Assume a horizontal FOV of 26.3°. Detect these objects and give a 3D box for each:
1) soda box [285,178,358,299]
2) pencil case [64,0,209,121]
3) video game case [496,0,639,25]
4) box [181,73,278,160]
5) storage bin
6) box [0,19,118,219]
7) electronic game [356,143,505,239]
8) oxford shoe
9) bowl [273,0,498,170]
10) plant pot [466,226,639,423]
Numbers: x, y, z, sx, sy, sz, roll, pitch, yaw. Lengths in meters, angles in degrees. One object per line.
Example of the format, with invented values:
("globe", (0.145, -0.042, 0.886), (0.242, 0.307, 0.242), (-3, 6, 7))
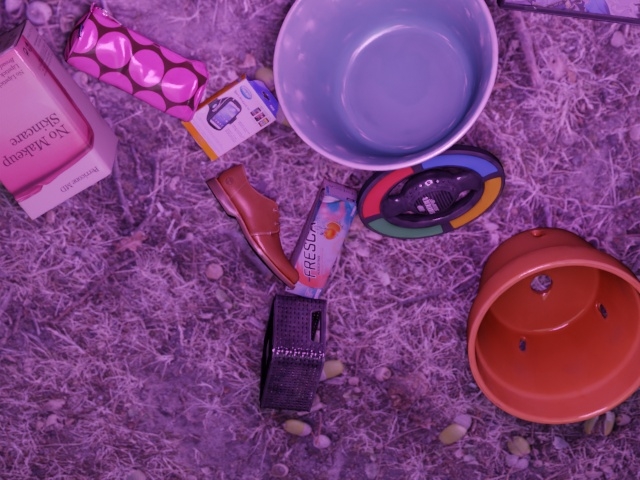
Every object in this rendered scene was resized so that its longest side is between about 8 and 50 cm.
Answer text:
("soda box", (0.000, 0.000, 2.134), (0.058, 0.063, 0.183), (17, 116, -11))
("pencil case", (-0.261, -0.256, 1.973), (0.209, 0.095, 0.098), (26, 97, -18))
("video game case", (0.398, -0.447, 1.936), (0.248, 0.035, 0.275), (6, 117, -6))
("box", (-0.131, -0.188, 2.049), (0.136, 0.028, 0.081), (-32, 115, 11))
("storage bin", (-0.045, 0.180, 2.164), (0.084, 0.122, 0.180), (6, 144, -7))
("box", (-0.422, -0.174, 1.984), (0.148, 0.127, 0.232), (-30, 115, 12))
("electronic game", (0.167, -0.071, 2.066), (0.229, 0.048, 0.229), (-10, 149, -6))
("oxford shoe", (-0.086, -0.021, 2.093), (0.076, 0.076, 0.212), (-34, 98, -6))
("bowl", (0.104, -0.234, 1.921), (0.311, 0.163, 0.311), (-2, 81, 14))
("plant pot", (0.360, 0.111, 2.133), (0.291, 0.203, 0.291), (-2, 118, -3))
